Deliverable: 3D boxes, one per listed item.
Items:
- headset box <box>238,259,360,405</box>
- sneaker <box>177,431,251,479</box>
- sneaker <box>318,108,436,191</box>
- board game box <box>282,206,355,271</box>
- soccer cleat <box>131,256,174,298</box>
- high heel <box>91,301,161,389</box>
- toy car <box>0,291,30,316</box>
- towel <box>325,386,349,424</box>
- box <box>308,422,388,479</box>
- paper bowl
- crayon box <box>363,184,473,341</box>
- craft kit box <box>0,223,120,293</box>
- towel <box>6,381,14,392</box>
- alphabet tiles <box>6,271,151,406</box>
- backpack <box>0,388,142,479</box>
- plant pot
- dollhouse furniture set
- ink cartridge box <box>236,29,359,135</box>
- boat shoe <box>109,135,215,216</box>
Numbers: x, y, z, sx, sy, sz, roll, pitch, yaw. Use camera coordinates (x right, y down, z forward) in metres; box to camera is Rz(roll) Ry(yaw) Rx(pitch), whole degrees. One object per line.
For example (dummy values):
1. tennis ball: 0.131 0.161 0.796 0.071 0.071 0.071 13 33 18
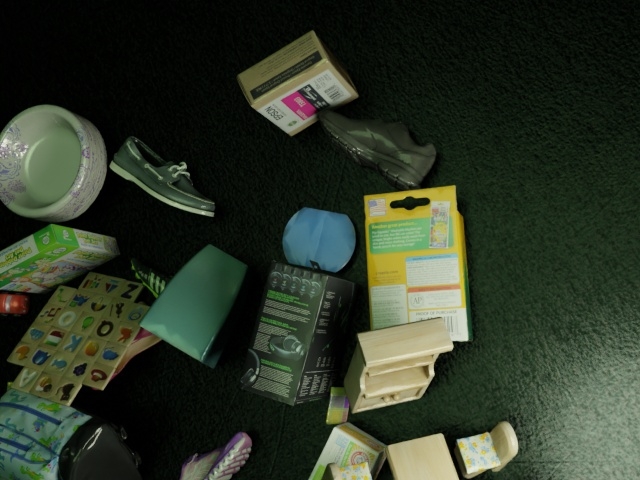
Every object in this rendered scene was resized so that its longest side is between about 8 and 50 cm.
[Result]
1. headset box: -0.034 0.184 1.601 0.131 0.246 0.283 14 88 20
2. sneaker: -0.254 0.510 1.719 0.104 0.095 0.236 44 98 27
3. sneaker: 0.127 -0.220 1.692 0.286 0.109 0.130 34 84 13
4. board game box: 0.000 0.000 1.731 0.169 0.033 0.133 11 81 15
5. soccer cleat: -0.385 0.100 1.839 0.072 0.060 0.179 -42 78 -1
6. high heel: -0.450 0.271 1.821 0.117 0.082 0.244 31 80 30
7. toy car: -0.897 0.183 1.999 0.239 0.053 0.225 35 94 20
8. towel: 0.038 0.359 1.656 0.009 0.060 0.083 4 84 49
9. box: 0.047 0.501 1.606 0.114 0.103 0.203 26 91 20
10. paper bowl: -0.664 -0.187 1.921 0.284 0.148 0.284 -3 81 19
11. crayon box: 0.206 0.057 1.624 0.203 0.083 0.322 -5 82 18
12. craft kit box: -0.653 0.049 1.832 0.247 0.250 0.061 -29 75 14
13. towel: -0.779 0.484 1.935 0.102 0.021 0.237 13 87 21
14. alphabet tiles: -0.567 0.222 1.804 0.285 0.011 0.342 10 53 23
15. backpack: -0.629 0.479 1.755 0.356 0.290 0.273 29 57 30
16. plant pot: -0.262 0.139 1.722 0.166 0.165 0.234 28 78 8
17. dollhouse furniture set: 0.186 0.383 1.423 0.362 0.256 0.394 -10 59 -12
18. ink cartridge box: -0.043 -0.338 1.683 0.193 0.235 0.088 -29 74 14
19. boat shoe: -0.372 -0.154 1.835 0.319 0.116 0.099 29 96 25
